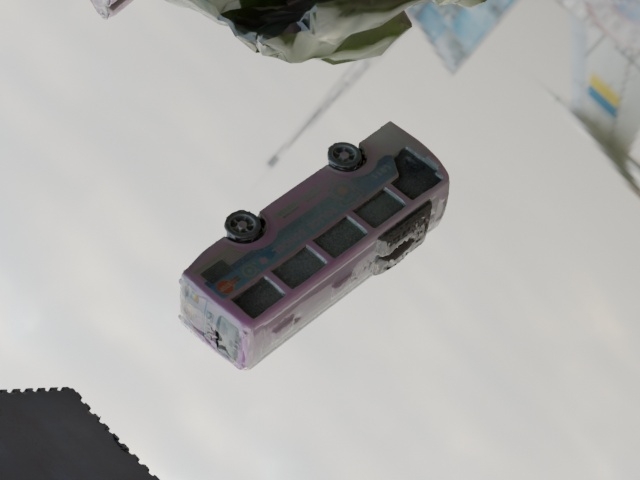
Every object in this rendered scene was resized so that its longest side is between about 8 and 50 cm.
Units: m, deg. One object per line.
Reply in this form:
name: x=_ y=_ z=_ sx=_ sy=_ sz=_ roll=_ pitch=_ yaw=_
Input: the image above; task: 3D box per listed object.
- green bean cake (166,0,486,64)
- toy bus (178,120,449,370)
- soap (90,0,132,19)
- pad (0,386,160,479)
green bean cake: x=0.012 y=-0.261 z=0.412 sx=0.218 sy=0.335 sz=0.319 roll=32 pitch=148 yaw=41
toy bus: x=0.000 y=0.000 z=0.549 sx=0.052 sy=0.037 sz=0.130 roll=37 pitch=-126 yaw=25
soap: x=-0.103 y=-0.264 z=0.983 sx=0.065 sy=0.203 sz=0.122 roll=46 pitch=162 yaw=1
pad: x=-0.299 y=0.249 z=1.490 sx=0.269 sy=0.012 sz=0.269 roll=40 pitch=-162 yaw=32
